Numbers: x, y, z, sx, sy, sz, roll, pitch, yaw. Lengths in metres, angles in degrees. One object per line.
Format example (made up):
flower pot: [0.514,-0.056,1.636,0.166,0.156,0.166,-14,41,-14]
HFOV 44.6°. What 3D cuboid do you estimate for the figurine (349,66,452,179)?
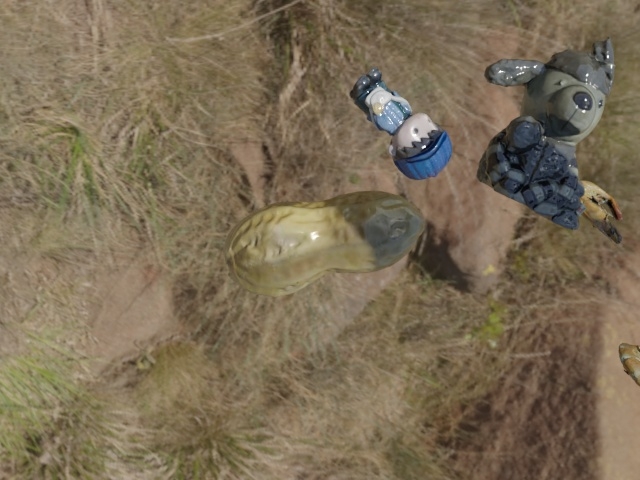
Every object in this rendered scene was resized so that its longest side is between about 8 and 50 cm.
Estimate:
figurine: [0.088,-0.126,0.886,0.077,0.136,0.079,-40,165,-37]

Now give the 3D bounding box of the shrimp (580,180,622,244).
shrimp: [0.549,-0.055,1.525,0.095,0.163,0.045,1,139,-38]

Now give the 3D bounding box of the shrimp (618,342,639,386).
shrimp: [0.486,0.180,1.158,0.043,0.091,0.184,-50,161,24]

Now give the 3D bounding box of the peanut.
peanut: [0.000,0.000,1.152,0.149,0.313,0.149,-9,90,-77]

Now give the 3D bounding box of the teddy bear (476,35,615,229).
teddy bear: [0.287,-0.154,1.019,0.171,0.144,0.251,13,105,1]
